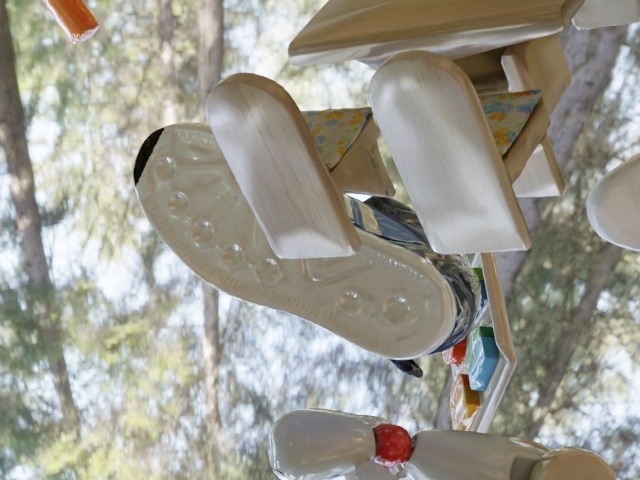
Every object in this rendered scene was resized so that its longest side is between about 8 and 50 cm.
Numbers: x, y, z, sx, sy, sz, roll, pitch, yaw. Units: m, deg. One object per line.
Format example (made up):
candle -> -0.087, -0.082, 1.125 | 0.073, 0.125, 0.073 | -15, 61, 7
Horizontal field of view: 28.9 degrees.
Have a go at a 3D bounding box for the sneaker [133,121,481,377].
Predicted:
sneaker -> 0.001, 0.000, 1.157 | 0.323, 0.236, 0.130 | 30, -80, 11

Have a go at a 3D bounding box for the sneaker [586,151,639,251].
sneaker -> 0.288, -0.054, 0.947 | 0.212, 0.094, 0.080 | -22, -75, -12

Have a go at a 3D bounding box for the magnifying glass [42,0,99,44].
magnifying glass -> -0.232, -0.243, 0.888 | 0.026, 0.092, 0.231 | -34, -87, -24

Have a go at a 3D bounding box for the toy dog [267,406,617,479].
toy dog -> 0.115, 0.263, 1.217 | 0.333, 0.220, 0.161 | 7, -97, 10

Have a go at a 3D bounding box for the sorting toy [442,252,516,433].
sorting toy -> 0.168, 0.118, 1.380 | 0.038, 0.208, 0.193 | 2, -136, -6

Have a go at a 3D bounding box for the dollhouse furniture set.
dollhouse furniture set -> 0.149, -0.202, 0.819 | 0.394, 0.256, 0.362 | -1, -143, 36
